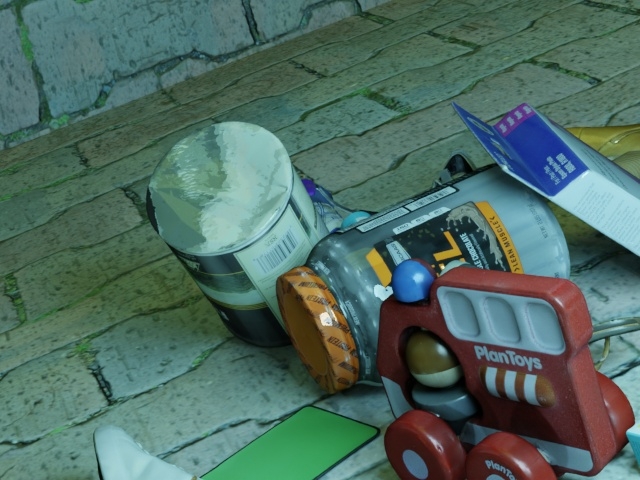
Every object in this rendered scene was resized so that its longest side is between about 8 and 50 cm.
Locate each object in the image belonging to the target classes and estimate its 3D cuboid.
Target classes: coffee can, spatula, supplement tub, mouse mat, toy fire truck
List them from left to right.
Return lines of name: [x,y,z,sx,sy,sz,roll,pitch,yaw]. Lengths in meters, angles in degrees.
coffee can: [-0.094,-0.004,1.884,0.201,0.275,0.202,-9,57,14]
mouse mat: [-0.039,0.259,1.650,0.189,0.007,0.152,-32,25,-30]
spatula: [0.041,-0.055,2.150,0.296,0.030,0.084,16,18,-10]
supplement tub: [0.127,0.052,1.752,0.338,0.207,0.207,-25,22,-16]
toy fire truck: [0.172,0.136,1.438,0.169,0.254,0.302,-32,25,-33]

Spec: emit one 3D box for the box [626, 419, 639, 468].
box: [0.417,0.201,1.314,0.100,0.060,0.244,-34,21,-25]

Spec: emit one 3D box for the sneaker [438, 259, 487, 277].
sneaker: [0.229,0.097,1.576,0.118,0.222,0.083,22,87,39]

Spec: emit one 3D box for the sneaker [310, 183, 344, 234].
sneaker: [0.000,0.000,2.173,0.130,0.112,0.296,9,25,8]

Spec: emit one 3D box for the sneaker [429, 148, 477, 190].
sneaker: [0.190,-0.047,2.078,0.105,0.115,0.281,-12,22,15]

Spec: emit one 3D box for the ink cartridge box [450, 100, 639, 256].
ink cartridge box: [0.347,-0.080,1.800,0.071,0.330,0.324,-54,17,13]

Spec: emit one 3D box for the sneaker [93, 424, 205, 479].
sneaker: [-0.183,0.295,1.568,0.123,0.106,0.290,-13,26,-16]

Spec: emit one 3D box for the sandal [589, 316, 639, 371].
sandal: [0.277,0.146,1.599,0.219,0.060,0.090,-28,-10,13]

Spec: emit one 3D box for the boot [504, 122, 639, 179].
boot: [0.452,-0.140,2.151,0.211,0.104,0.295,-24,26,-30]

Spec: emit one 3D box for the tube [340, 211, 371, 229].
tube: [0.089,0.036,2.000,0.080,0.052,0.207,-23,42,-6]
